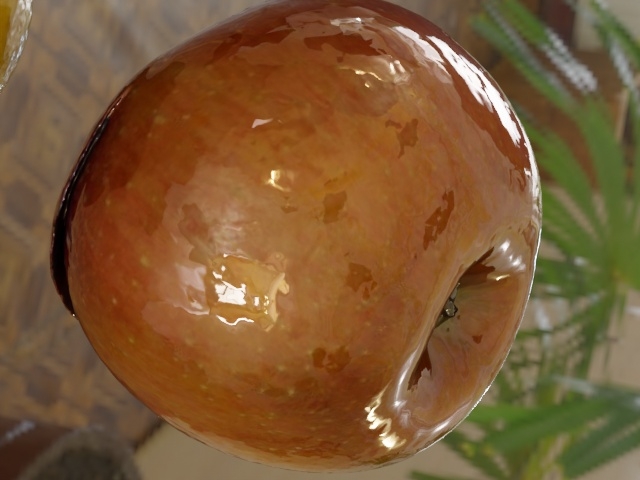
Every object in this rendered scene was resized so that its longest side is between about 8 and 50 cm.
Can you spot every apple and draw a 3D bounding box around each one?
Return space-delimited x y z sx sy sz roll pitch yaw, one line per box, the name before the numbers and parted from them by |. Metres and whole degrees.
apple | 0.000 0.000 0.936 0.251 0.206 0.272 -43 152 -15

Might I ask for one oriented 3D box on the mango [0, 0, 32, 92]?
mango | -0.208 -0.148 0.954 0.109 0.147 0.227 18 80 -41
